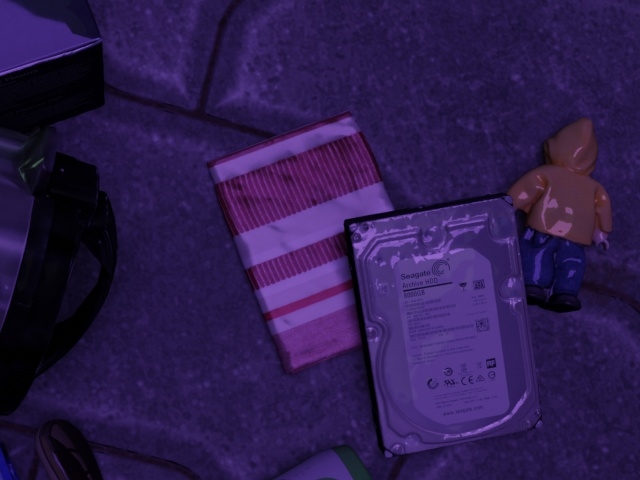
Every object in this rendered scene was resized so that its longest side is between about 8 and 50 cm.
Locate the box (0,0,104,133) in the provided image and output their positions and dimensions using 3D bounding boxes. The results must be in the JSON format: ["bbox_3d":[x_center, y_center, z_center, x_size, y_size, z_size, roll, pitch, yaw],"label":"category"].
[{"bbox_3d":[-0.421,-0.339,1.562,0.179,0.312,0.343,-21,87,-11],"label":"box"}]

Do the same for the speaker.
[{"bbox_3d":[-0.066,0.393,1.614,0.296,0.131,0.131,-27,87,-12],"label":"speaker"}]

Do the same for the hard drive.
[{"bbox_3d":[0.173,0.117,1.674,0.237,0.064,0.339,-9,98,-6],"label":"hard drive"}]

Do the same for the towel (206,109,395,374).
[{"bbox_3d":[0.000,0.000,1.727,0.237,0.037,0.329,-21,84,-9],"label":"towel"}]

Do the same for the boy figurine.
[{"bbox_3d":[0.344,-0.044,1.760,0.177,0.092,0.285,11,80,-7],"label":"boy figurine"}]

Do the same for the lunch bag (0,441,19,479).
[{"bbox_3d":[-0.476,0.416,1.560,0.221,0.138,0.293,-24,74,-11],"label":"lunch bag"}]

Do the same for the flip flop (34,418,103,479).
[{"bbox_3d":[-0.322,0.375,1.594,0.080,0.112,0.277,-25,89,14],"label":"flip flop"}]

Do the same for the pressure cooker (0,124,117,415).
[{"bbox_3d":[-0.464,0.019,1.461,0.420,0.370,0.375,17,80,-24],"label":"pressure cooker"}]
